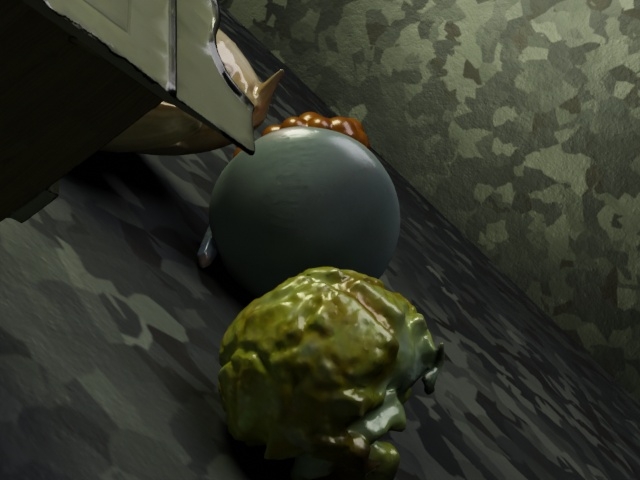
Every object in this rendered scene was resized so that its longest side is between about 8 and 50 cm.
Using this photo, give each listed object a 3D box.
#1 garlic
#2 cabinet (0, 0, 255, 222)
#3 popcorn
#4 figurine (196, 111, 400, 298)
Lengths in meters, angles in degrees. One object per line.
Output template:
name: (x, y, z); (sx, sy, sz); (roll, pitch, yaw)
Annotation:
garlic: (-0.223, -0.203, 1.125); (0.313, 0.249, 0.286); (46, -8, -4)
cabinet: (-0.243, -0.142, 0.583); (0.318, 0.290, 0.227); (34, 35, -41)
popcorn: (0.013, 0.126, 0.846); (0.198, 0.198, 0.212); (-35, 110, -77)
figurine: (0.024, -0.020, 1.220); (0.205, 0.224, 0.382); (50, 14, 18)
